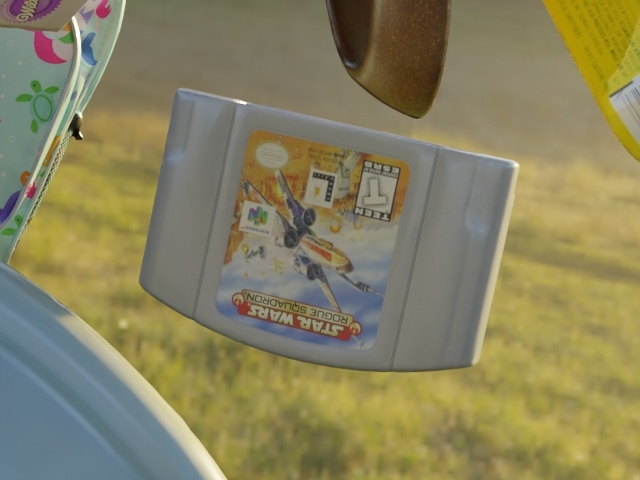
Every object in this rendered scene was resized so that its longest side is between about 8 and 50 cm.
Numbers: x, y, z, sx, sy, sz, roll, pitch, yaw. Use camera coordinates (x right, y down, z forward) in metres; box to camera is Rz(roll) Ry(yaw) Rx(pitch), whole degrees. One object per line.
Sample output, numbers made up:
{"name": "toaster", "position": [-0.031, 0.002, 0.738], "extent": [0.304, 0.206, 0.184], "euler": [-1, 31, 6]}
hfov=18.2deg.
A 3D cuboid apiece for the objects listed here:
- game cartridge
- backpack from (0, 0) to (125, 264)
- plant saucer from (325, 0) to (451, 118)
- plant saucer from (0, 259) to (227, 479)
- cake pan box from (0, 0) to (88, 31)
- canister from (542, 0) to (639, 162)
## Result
{"name": "game cartridge", "position": [0.000, 0.000, 1.632], "extent": [0.297, 0.198, 0.062], "euler": [13, 2, 17]}
{"name": "backpack", "position": [-0.246, -0.125, 1.264], "extent": [0.225, 0.253, 0.191], "euler": [29, -10, -15]}
{"name": "plant saucer", "position": [0.022, -0.133, 0.812], "extent": [0.029, 0.168, 0.168], "euler": [-5, 14, -10]}
{"name": "plant saucer", "position": [-0.199, 0.174, 0.593], "extent": [0.400, 0.400, 0.100], "euler": [9, 20, 9]}
{"name": "cake pan box", "position": [-0.126, -0.273, 1.026], "extent": [0.070, 0.245, 0.267], "euler": [6, -34, -41]}
{"name": "canister", "position": [0.179, -0.118, 0.807], "extent": [0.170, 0.126, 0.073], "euler": [-33, -24, 21]}
